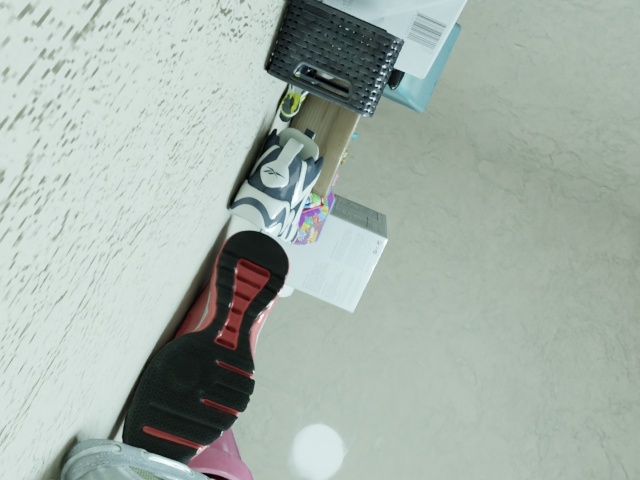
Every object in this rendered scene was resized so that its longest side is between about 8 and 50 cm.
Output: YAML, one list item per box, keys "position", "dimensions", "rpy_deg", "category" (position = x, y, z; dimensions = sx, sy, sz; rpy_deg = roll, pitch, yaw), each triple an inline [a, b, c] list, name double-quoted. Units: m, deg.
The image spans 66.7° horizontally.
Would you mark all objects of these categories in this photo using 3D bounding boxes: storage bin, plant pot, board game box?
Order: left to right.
- position: [-0.223, 0.424, 0.882]
  dimensions: [0.180, 0.201, 0.202]
  rpy_deg: [-118, -131, -68]
  category: "plant pot"
- position: [-0.035, -0.074, 0.992]
  dimensions: [0.033, 0.133, 0.169]
  rpy_deg: [-13, -129, 64]
  category: "board game box"
- position: [0.007, -0.205, 0.893]
  dimensions: [0.237, 0.109, 0.238]
  rpy_deg: [23, 90, -90]
  category: "plant pot"
- position: [0.022, -0.211, 0.561]
  dimensions: [0.180, 0.121, 0.085]
  rpy_deg: [-70, -176, -70]
  category: "storage bin"
- position: [0.184, -0.502, 1.258]
  dimensions: [0.252, 0.247, 0.248]
  rpy_deg: [-23, 139, -65]
  category: "plant pot"

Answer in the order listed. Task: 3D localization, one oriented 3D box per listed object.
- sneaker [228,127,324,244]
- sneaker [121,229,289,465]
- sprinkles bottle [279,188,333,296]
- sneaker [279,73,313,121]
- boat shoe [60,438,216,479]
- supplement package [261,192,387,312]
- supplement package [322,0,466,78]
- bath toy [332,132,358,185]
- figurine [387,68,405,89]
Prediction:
- position: [-0.048, -0.083, 0.702]
  dimensions: [0.153, 0.094, 0.235]
  rpy_deg: [-59, 171, 0]
  category: "sneaker"
- position: [-0.131, 0.139, 0.612]
  dimensions: [0.136, 0.115, 0.314]
  rpy_deg: [-54, -171, 54]
  category: "sneaker"
- position: [-0.080, -0.009, 1.432]
  dimensions: [0.121, 0.121, 0.356]
  rpy_deg: [-70, -178, -68]
  category: "sprinkles bottle"
- position: [-0.038, -0.200, 0.678]
  dimensions: [0.035, 0.031, 0.083]
  rpy_deg: [-38, -158, 59]
  category: "sneaker"
- position: [-0.142, 0.273, 0.481]
  dimensions: [0.118, 0.103, 0.320]
  rpy_deg: [-31, 148, -7]
  category: "boat shoe"
- position: [0.000, 0.000, 1.158]
  dimensions: [0.198, 0.262, 0.200]
  rpy_deg: [-71, -175, -70]
  category: "supplement package"
- position: [0.135, -0.417, 0.670]
  dimensions: [0.177, 0.175, 0.293]
  rpy_deg: [113, -1, -74]
  category: "supplement package"
- position: [0.028, -0.277, 1.912]
  dimensions: [0.151, 0.128, 0.349]
  rpy_deg: [-71, -175, -73]
  category: "bath toy"
- position: [0.115, -0.398, 0.870]
  dimensions: [0.092, 0.215, 0.210]
  rpy_deg: [-12, -149, 30]
  category: "figurine"
